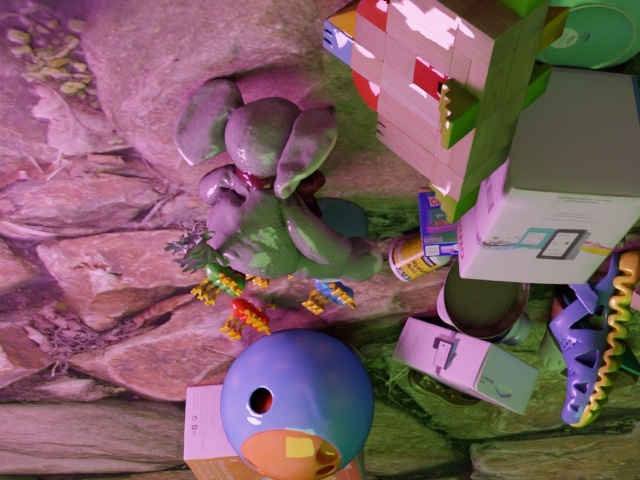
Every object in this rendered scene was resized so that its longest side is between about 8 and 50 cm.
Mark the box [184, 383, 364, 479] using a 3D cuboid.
[{"bbox_3d":[-0.091,0.411,2.408,0.346,0.168,0.215,-6,146,8],"label":"box"}]

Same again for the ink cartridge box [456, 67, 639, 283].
[{"bbox_3d":[0.314,-0.084,1.607,0.197,0.198,0.270,3,153,-8],"label":"ink cartridge box"}]

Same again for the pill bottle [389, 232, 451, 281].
[{"bbox_3d":[0.176,0.019,1.904,0.065,0.065,0.116,28,137,-36],"label":"pill bottle"}]

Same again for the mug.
[{"bbox_3d":[0.001,0.005,1.848,0.158,0.097,0.129,11,145,-18],"label":"mug"}]

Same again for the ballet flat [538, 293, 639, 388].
[{"bbox_3d":[0.487,0.209,2.157,0.124,0.116,0.342,-33,142,20],"label":"ballet flat"}]

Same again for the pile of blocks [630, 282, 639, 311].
[{"bbox_3d":[0.688,0.054,1.850,0.362,0.149,0.112,-12,141,-3],"label":"pile of blocks"}]

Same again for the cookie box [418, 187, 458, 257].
[{"bbox_3d":[0.201,-0.031,1.789,0.092,0.107,0.040,-5,146,4],"label":"cookie box"}]

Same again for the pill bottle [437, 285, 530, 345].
[{"bbox_3d":[0.297,0.131,2.051,0.169,0.094,0.094,27,138,-35],"label":"pill bottle"}]

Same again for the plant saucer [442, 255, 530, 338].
[{"bbox_3d":[0.277,0.083,1.952,0.169,0.168,0.029,16,-179,-24],"label":"plant saucer"}]

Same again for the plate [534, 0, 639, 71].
[{"bbox_3d":[0.346,-0.270,1.500,0.188,0.024,0.188,-1,148,-1],"label":"plate"}]

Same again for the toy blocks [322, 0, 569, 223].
[{"bbox_3d":[0.118,-0.231,1.369,0.191,0.261,0.381,-39,155,-24],"label":"toy blocks"}]

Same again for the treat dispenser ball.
[{"bbox_3d":[-0.043,0.307,2.136,0.288,0.288,0.288,-1,147,0],"label":"treat dispenser ball"}]

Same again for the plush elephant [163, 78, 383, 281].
[{"bbox_3d":[-0.064,-0.093,1.596,0.330,0.272,0.255,-9,124,-55],"label":"plush elephant"}]

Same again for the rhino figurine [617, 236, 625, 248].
[{"bbox_3d":[0.437,-0.021,1.842,0.106,0.073,0.243,3,148,-13],"label":"rhino figurine"}]

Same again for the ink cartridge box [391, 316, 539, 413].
[{"bbox_3d":[0.268,0.229,2.110,0.160,0.092,0.219,30,170,-39],"label":"ink cartridge box"}]

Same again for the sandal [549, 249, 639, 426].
[{"bbox_3d":[0.456,0.160,1.966,0.138,0.317,0.126,13,171,18],"label":"sandal"}]

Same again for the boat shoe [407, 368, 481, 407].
[{"bbox_3d":[0.264,0.293,2.330,0.178,0.064,0.060,21,143,-25],"label":"boat shoe"}]

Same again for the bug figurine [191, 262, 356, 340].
[{"bbox_3d":[-0.082,0.084,1.993,0.279,0.072,0.216,-18,137,33],"label":"bug figurine"}]
